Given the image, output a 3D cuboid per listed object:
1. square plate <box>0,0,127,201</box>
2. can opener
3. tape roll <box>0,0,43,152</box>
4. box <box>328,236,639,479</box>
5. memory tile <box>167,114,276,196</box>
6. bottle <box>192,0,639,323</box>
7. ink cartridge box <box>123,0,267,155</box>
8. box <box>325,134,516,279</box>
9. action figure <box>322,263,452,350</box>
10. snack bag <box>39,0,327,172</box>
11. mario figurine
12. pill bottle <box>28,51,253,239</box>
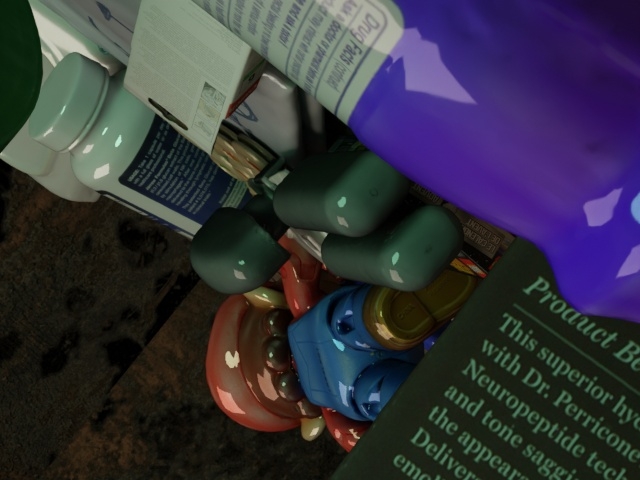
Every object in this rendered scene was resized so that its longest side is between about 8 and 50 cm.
[{"bbox_3d":[-0.299,-0.180,1.367,0.344,0.049,0.347,39,157,-1],"label":"square plate"},{"bbox_3d":[0.000,0.000,0.900,0.074,0.093,0.280,44,169,-10],"label":"can opener"},{"bbox_3d":[-0.283,-0.135,0.800,0.321,0.077,0.321,35,-152,-22],"label":"tape roll"},{"bbox_3d":[0.113,0.096,0.548,0.168,0.203,0.167,37,175,20],"label":"box"},{"bbox_3d":[-0.038,-0.040,1.088,0.113,0.012,0.148,42,173,-28],"label":"memory tile"},{"bbox_3d":[0.028,-0.065,0.358,0.283,0.092,0.118,39,176,1],"label":"bottle"},{"bbox_3d":[-0.059,-0.095,0.828,0.063,0.029,0.115,38,151,7],"label":"ink cartridge box"},{"bbox_3d":[0.053,-0.020,0.952,0.094,0.027,0.137,40,175,-12],"label":"box"},{"bbox_3d":[0.061,0.096,1.362,0.280,0.139,0.091,38,175,35],"label":"action figure"},{"bbox_3d":[-0.134,-0.157,1.021,0.342,0.037,0.323,38,174,7],"label":"snack bag"},{"bbox_3d":[0.039,0.061,1.203,0.170,0.198,0.320,17,172,-23],"label":"mario figurine"},{"bbox_3d":[-0.120,-0.067,1.220,0.169,0.094,0.094,28,-179,-28],"label":"pill bottle"}]
